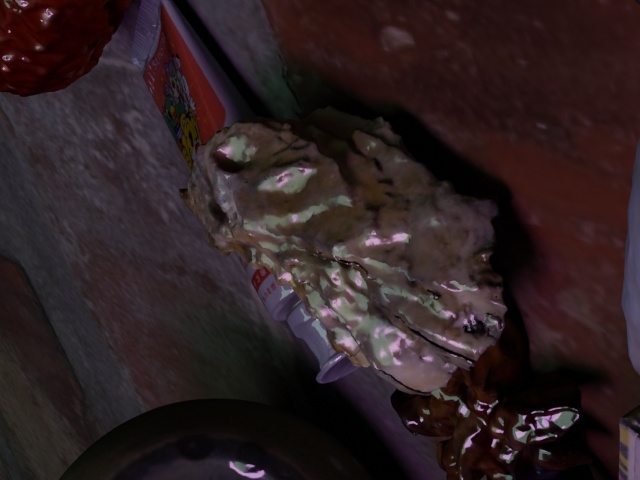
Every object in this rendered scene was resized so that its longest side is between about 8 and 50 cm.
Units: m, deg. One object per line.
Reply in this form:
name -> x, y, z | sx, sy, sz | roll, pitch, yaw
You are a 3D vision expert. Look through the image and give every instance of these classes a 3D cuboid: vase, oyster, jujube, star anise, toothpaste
vase -> -0.021, 0.256, 1.159 | 0.329, 0.241, 0.302 | 23, 160, 9
oyster -> 0.005, -0.004, 0.885 | 0.209, 0.072, 0.133 | 52, 134, 35
jujube -> -0.161, -0.146, 1.019 | 0.112, 0.109, 0.176 | 27, 159, -17
star anise -> 0.086, 0.089, 0.912 | 0.168, 0.057, 0.168 | 41, 143, 41
toothpaste -> -0.039, -0.032, 1.007 | 0.234, 0.057, 0.089 | 58, 156, 16

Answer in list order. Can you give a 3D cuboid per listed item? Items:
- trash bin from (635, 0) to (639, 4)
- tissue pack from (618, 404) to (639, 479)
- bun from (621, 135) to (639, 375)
trash bin -> 0.049, -0.257, 0.430 | 0.343, 0.158, 0.223 | 50, 155, 17
tissue pack -> 0.168, 0.103, 0.704 | 0.060, 0.109, 0.148 | 43, 154, 38
bun -> 0.234, 0.031, 0.383 | 0.354, 0.194, 0.354 | 33, 149, 23
